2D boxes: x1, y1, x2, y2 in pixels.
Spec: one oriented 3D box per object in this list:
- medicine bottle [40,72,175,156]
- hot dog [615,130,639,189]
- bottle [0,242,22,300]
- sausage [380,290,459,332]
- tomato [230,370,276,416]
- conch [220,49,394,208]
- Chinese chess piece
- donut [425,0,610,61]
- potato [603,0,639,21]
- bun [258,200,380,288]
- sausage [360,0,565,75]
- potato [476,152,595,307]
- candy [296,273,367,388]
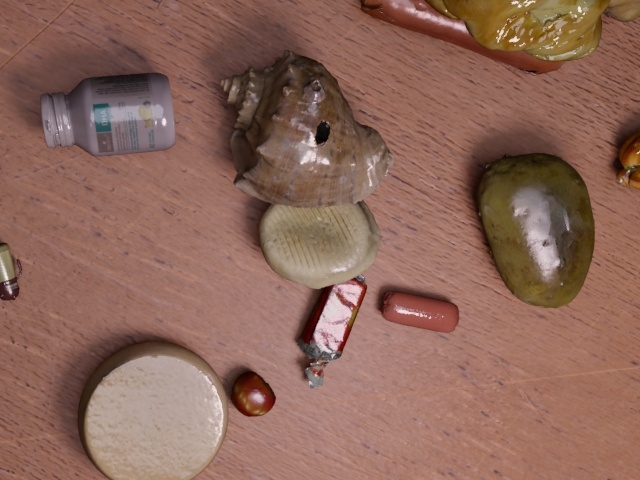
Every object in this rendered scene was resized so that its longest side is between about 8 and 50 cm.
[{"bbox_3d":[-0.362,-0.212,1.577,0.215,0.135,0.135,-7,97,-12],"label":"medicine bottle"},{"bbox_3d":[0.727,-0.186,1.835,0.337,0.100,0.135,-20,91,-11],"label":"hot dog"},{"bbox_3d":[-0.555,0.057,1.610,0.063,0.047,0.101,-10,103,17],"label":"bottle"},{"bbox_3d":[0.189,0.136,1.766,0.154,0.062,0.062,12,93,-13],"label":"sausage"},{"bbox_3d":[-0.126,0.287,1.702,0.075,0.087,0.087,-40,102,-4],"label":"tomato"},{"bbox_3d":[-0.038,-0.183,1.592,0.324,0.186,0.263,26,89,13],"label":"conch"},{"bbox_3d":[-0.300,0.315,1.658,0.273,0.102,0.274,-1,94,-13],"label":"Chinese chess piece"},{"bbox_3d":[0.343,-0.456,1.619,0.360,0.360,0.170,7,137,-13],"label":"donut"},{"bbox_3d":[0.566,-0.563,1.731,0.191,0.141,0.296,5,81,-51],"label":"potato"},{"bbox_3d":[0.000,0.000,1.671,0.222,0.127,0.223,-2,66,5],"label":"bun"},{"bbox_3d":[0.273,-0.399,1.718,0.418,0.094,0.094,16,111,-14],"label":"sausage"},{"bbox_3d":[0.409,-0.021,1.743,0.210,0.173,0.308,-16,100,-12],"label":"potato"},{"bbox_3d":[0.025,0.138,1.733,0.086,0.059,0.292,22,91,-14],"label":"candy"}]
